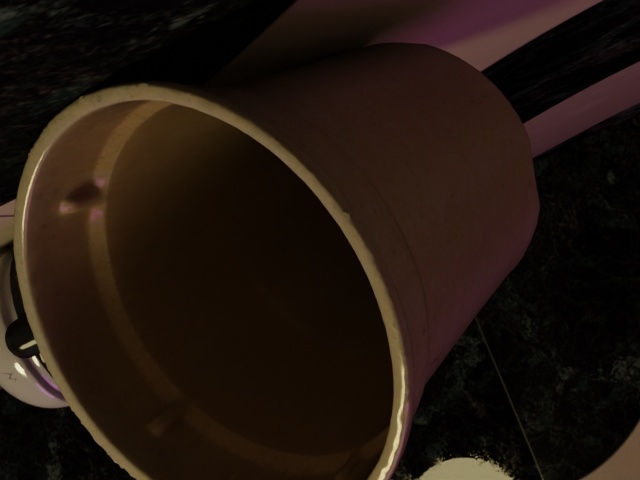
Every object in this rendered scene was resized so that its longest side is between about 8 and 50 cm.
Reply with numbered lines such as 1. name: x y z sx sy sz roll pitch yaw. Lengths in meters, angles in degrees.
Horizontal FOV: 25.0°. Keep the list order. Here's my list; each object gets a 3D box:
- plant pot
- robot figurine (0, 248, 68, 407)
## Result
1. plant pot: 0.000 0.000 1.075 0.333 0.334 0.305 -26 -175 42
2. robot figurine: -0.204 0.052 1.398 0.278 0.174 0.209 -24 145 16
